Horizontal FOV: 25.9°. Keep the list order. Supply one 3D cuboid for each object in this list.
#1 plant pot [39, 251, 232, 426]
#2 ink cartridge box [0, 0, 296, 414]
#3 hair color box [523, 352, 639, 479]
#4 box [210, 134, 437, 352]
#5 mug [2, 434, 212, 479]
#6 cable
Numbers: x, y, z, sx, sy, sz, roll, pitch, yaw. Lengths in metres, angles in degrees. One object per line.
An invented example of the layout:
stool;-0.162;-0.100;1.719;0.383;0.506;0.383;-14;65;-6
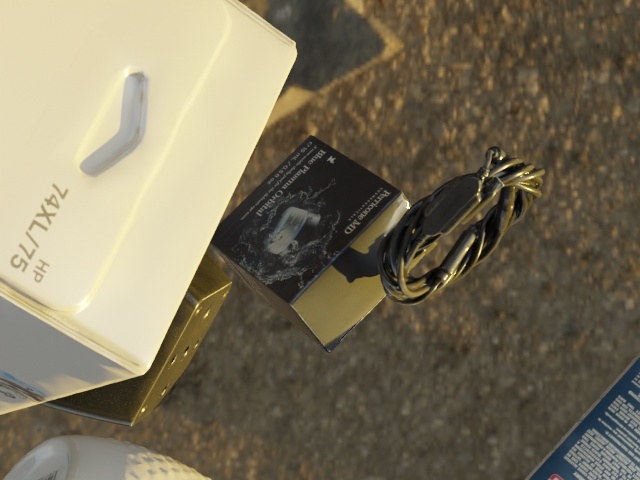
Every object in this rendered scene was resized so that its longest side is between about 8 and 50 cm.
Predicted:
plant pot;-0.187;0.056;1.203;0.167;0.188;0.187;30;99;4
ink cartridge box;-0.186;-0.042;0.730;0.197;0.198;0.270;35;151;-22
hair color box;0.323;0.216;1.475;0.105;0.347;0.174;42;155;14
box;0.000;0.000;1.380;0.156;0.158;0.093;-45;134;-9
mug;-0.244;0.388;1.593;0.374;0.276;0.328;-20;128;43
cable;0.128;-0.012;1.298;0.184;0.151;0.047;-50;65;19
